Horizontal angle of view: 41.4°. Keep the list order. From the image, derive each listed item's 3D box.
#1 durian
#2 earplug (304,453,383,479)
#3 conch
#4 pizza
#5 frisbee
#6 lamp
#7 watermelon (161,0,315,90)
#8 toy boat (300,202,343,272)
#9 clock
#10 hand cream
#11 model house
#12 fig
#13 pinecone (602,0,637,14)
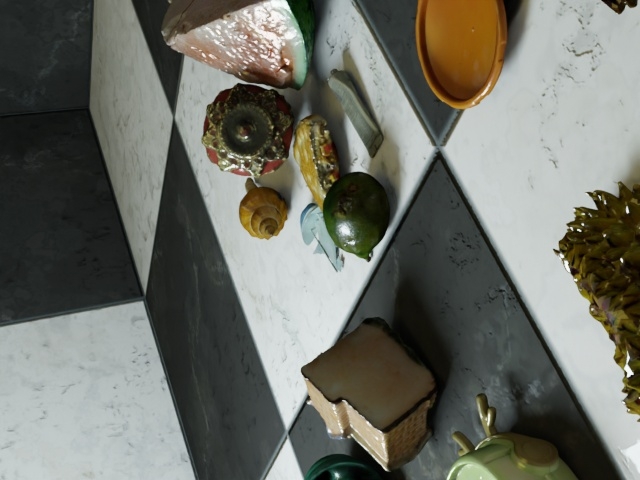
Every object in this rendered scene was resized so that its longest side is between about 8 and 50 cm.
[{"bbox_3d":[0.321,0.080,0.771,0.191,0.112,0.341,113,143,-55],"label":"durian"},{"bbox_3d":[0.071,0.500,1.507,0.257,0.164,0.280,49,179,-20],"label":"earplug"},{"bbox_3d":[-0.116,-0.076,1.752,0.093,0.109,0.330,-46,22,15],"label":"conch"},{"bbox_3d":[0.009,-0.118,1.479,0.188,0.062,0.199,143,111,-79],"label":"pizza"},{"bbox_3d":[0.179,-0.261,1.056,0.192,0.035,0.192,170,90,-68],"label":"frisbee"},{"bbox_3d":[-0.128,-0.202,1.555,0.274,0.177,0.177,-111,15,-81],"label":"lamp"},{"bbox_3d":[-0.108,-0.396,1.501,0.319,0.222,0.292,-19,43,32],"label":"watermelon"},{"bbox_3d":[-0.001,-0.012,1.568,0.149,0.034,0.105,-133,38,-53],"label":"toy boat"},{"bbox_3d":[0.243,0.356,1.076,0.235,0.096,0.308,108,146,-48],"label":"clock"},{"bbox_3d":[0.056,-0.213,1.376,0.165,0.037,0.057,62,151,21],"label":"hand cream"},{"bbox_3d":[0.088,0.259,1.346,0.183,0.166,0.172,40,151,36],"label":"model house"},{"bbox_3d":[0.057,-0.022,1.361,0.177,0.117,0.117,90,157,-47],"label":"fig"},{"bbox_3d":[0.239,-0.312,0.742,0.184,0.179,0.205,-94,-7,-53],"label":"pinecone"}]
